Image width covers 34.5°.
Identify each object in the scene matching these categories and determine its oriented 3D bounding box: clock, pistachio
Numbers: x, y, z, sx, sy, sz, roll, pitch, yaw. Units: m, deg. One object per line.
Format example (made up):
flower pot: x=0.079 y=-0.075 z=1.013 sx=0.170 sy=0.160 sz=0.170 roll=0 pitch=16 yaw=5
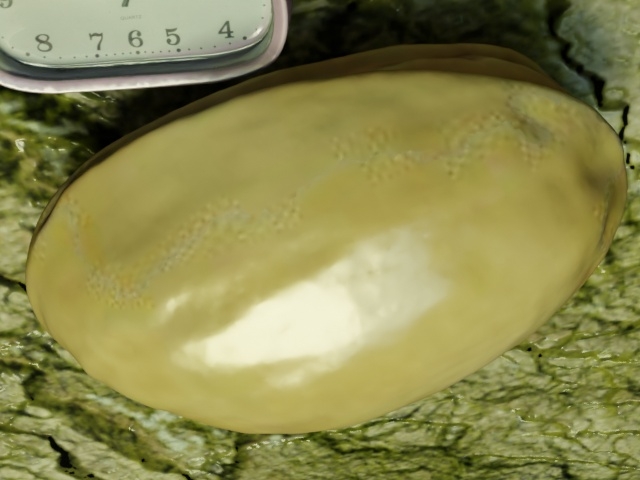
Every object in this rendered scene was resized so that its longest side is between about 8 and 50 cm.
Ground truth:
clock: x=-0.087 y=-0.123 z=0.453 sx=0.153 sy=0.050 sz=0.110 roll=-5 pitch=133 yaw=-2
pistachio: x=0.000 y=0.000 z=0.504 sx=0.293 sy=0.162 sz=0.181 roll=-15 pitch=121 yaw=8
